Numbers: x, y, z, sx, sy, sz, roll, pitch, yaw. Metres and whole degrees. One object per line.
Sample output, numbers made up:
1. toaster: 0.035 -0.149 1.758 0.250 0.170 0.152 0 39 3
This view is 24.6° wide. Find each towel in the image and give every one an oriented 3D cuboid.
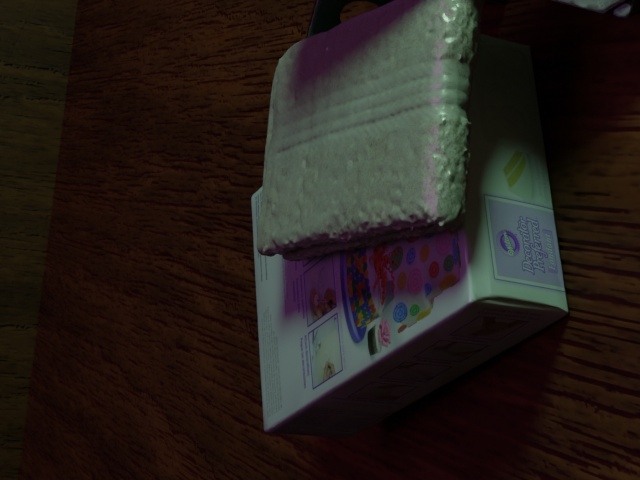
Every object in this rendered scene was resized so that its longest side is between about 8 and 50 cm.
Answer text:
1. towel: 0.035 -0.084 1.157 0.282 0.049 0.187 -10 74 60

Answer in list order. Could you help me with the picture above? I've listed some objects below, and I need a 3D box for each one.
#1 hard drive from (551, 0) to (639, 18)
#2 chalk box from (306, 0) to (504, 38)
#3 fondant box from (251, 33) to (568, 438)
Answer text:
1. hard drive: 0.092 -0.311 1.030 0.339 0.064 0.237 20 114 21
2. chalk box: 0.059 -0.300 1.251 0.179 0.180 0.289 -149 67 -66
3. fondant box: 0.059 0.006 1.232 0.330 0.096 0.238 -40 48 52
